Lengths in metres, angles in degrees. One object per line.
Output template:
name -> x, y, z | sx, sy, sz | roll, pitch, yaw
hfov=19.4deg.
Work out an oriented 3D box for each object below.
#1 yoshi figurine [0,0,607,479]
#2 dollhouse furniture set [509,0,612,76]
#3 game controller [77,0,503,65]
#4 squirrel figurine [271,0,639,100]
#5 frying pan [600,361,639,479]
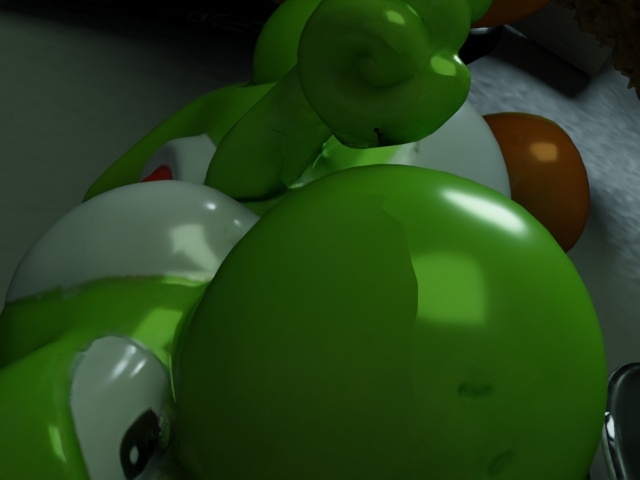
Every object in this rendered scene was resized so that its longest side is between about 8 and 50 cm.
yoshi figurine -> 0.027, 0.006, 0.573 | 0.203, 0.203, 0.362 | 37, 33, 0
dollhouse furniture set -> 0.193, -0.174, 1.046 | 0.129, 0.129, 0.184 | 32, 29, 3
game controller -> -0.059, -0.158, 0.868 | 0.319, 0.067, 0.166 | 7, 37, -33
squirrel figurine -> 0.120, -0.235, 0.834 | 0.397, 0.281, 0.370 | 43, 50, -1
frying pan -> 0.195, 0.109, 0.684 | 0.197, 0.053, 0.326 | 54, 24, 11
